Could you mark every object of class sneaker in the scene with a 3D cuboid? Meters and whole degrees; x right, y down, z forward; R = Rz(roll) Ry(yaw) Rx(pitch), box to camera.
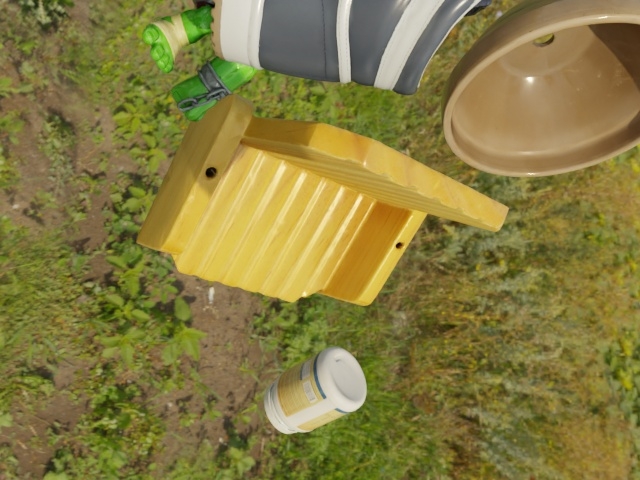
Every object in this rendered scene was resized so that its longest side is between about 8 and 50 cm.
[{"bbox_3d":[0.044,-0.223,0.312,0.099,0.153,0.282,-63,170,-71],"label":"sneaker"}]

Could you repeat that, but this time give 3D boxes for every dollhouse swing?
[{"bbox_3d":[0.000,0.000,0.733,0.347,0.305,0.315,19,107,-35],"label":"dollhouse swing"}]

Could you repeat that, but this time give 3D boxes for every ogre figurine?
[{"bbox_3d":[-0.087,-0.211,0.455,0.097,0.118,0.197,58,17,-70],"label":"ogre figurine"}]

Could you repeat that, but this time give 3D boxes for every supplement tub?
[{"bbox_3d":[-0.014,0.335,1.236,0.144,0.200,0.144,37,35,-31],"label":"supplement tub"}]

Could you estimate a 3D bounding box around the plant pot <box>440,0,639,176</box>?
[{"bbox_3d":[0.243,-0.175,0.584,0.237,0.237,0.109,30,50,-42],"label":"plant pot"}]
